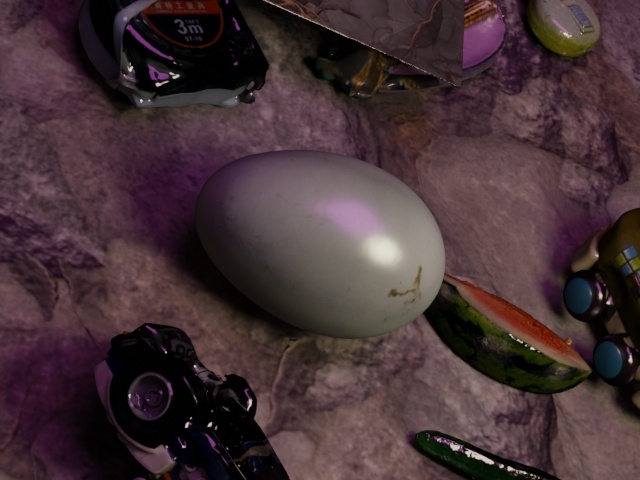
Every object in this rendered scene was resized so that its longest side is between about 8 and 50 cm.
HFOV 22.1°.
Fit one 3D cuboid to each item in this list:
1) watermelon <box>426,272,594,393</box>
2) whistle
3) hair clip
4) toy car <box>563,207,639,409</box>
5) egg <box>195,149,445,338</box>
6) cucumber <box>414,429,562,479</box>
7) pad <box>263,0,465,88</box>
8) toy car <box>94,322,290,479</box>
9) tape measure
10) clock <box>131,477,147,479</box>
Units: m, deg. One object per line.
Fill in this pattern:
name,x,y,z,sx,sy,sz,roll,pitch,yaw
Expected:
watermelon,0.209,0.100,1.816,0.245,0.063,0.119,29,33,-10
whistle,0.305,-0.333,2.200,0.104,0.057,0.198,-12,66,-39
hair clip,0.135,-0.248,2.031,0.110,0.095,0.359,20,26,30
toy car,0.419,0.064,1.860,0.204,0.198,0.248,0,59,-41
egg,0.000,0.000,1.664,0.264,0.183,0.183,21,48,-10
cucumber,0.180,0.238,1.704,0.184,0.033,0.036,23,73,-16
pad,0.017,-0.338,1.905,0.368,0.007,0.247,21,53,-22
toy car,-0.098,0.208,1.476,0.301,0.118,0.193,55,11,16
tape measure,-0.170,-0.229,1.784,0.182,0.107,0.181,-6,64,-38
clock,-0.163,0.282,1.396,0.050,0.110,0.152,-13,64,-40
